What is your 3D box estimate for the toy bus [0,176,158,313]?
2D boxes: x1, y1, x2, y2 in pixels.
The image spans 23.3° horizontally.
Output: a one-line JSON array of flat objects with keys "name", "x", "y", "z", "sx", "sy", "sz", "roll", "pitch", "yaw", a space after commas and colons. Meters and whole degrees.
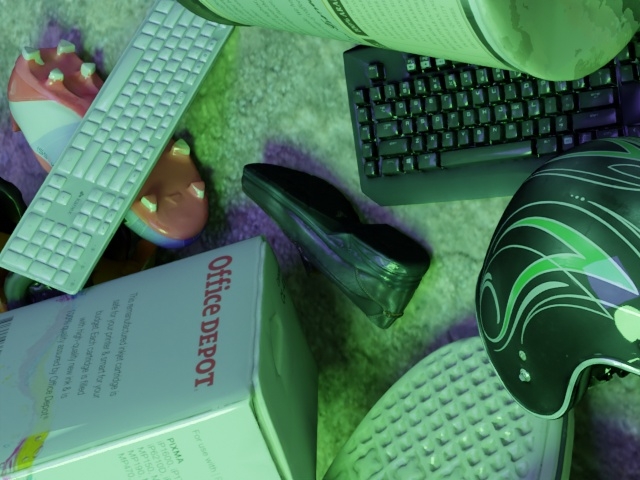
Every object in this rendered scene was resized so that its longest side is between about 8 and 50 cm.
[{"name": "toy bus", "x": -0.258, "y": 0.071, "z": 1.244, "sx": 0.220, "sy": 0.149, "sz": 0.211, "roll": 14, "pitch": 109, "yaw": 4}]

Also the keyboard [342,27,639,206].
[{"name": "keyboard", "x": 0.143, "y": -0.132, "z": 1.013, "sx": 0.317, "sy": 0.033, "sz": 0.202, "roll": -6, "pitch": 88, "yaw": 39}]

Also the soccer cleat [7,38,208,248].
[{"name": "soccer cleat", "x": -0.174, "y": -0.064, "z": 1.254, "sx": 0.248, "sy": 0.083, "sz": 0.095, "roll": 45, "pitch": 135, "yaw": 29}]

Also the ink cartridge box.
[{"name": "ink cartridge box", "x": -0.162, "y": 0.137, "z": 1.065, "sx": 0.306, "sy": 0.226, "sz": 0.131, "roll": -16, "pitch": 117, "yaw": 9}]

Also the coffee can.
[{"name": "coffee can", "x": 0.048, "y": -0.214, "z": 0.941, "sx": 0.275, "sy": 0.201, "sz": 0.202, "roll": 17, "pitch": 103, "yaw": 41}]

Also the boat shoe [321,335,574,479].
[{"name": "boat shoe", "x": 0.067, "y": 0.309, "z": 1.023, "sx": 0.186, "sy": 0.156, "sz": 0.500, "roll": 9, "pitch": 83, "yaw": 41}]

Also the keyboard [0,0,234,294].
[{"name": "keyboard", "x": -0.151, "y": -0.077, "z": 1.167, "sx": 0.072, "sy": 0.014, "sz": 0.256, "roll": 22, "pitch": 69, "yaw": 16}]

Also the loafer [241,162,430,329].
[{"name": "loafer", "x": 0.000, "y": 0.000, "z": 1.118, "sx": 0.170, "sy": 0.062, "sz": 0.061, "roll": 38, "pitch": 119, "yaw": 33}]

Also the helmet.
[{"name": "helmet", "x": 0.182, "y": 0.021, "z": 0.904, "sx": 0.161, "sy": 0.169, "sz": 0.169, "roll": -47, "pitch": 63, "yaw": 49}]
